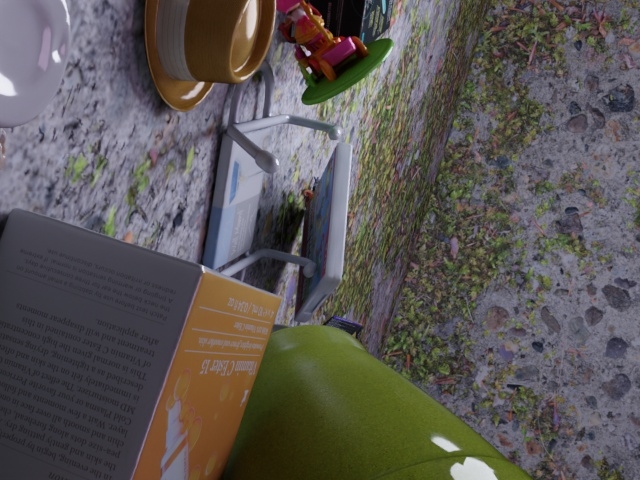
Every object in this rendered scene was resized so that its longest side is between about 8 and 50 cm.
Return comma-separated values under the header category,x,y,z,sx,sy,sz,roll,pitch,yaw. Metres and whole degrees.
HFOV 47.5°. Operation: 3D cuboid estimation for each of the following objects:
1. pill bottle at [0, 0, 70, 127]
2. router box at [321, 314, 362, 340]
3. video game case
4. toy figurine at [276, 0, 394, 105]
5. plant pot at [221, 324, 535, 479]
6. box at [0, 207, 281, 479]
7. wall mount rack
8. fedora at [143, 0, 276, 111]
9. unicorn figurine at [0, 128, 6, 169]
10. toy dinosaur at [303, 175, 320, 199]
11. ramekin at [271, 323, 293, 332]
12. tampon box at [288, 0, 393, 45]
category,x,y,z,sx,sy,sz,roll,pitch,yaw
pill bottle,-0.194,-0.103,0.333,0.078,0.137,0.078,16,90,-76
router box,-0.004,0.348,1.646,0.243,0.081,0.308,-28,133,-70
video game case,0.000,0.000,1.119,0.285,0.025,0.203,122,-25,-69
toy figurine,-0.016,-0.264,0.861,0.130,0.159,0.173,-37,-158,-3
plant pot,0.024,0.282,0.768,0.353,0.367,0.366,-130,-139,-52
box,-0.186,0.175,0.606,0.215,0.168,0.345,37,70,-75
wall mount rack,-0.073,-0.031,0.876,0.304,0.131,0.349,-38,142,-66
fedora,-0.094,-0.214,0.699,0.194,0.079,0.194,16,90,-76
unicorn figurine,-0.212,-0.086,0.432,0.111,0.060,0.161,96,10,-67
toy dinosaur,-0.011,-0.073,1.288,0.090,0.047,0.082,-17,140,-33
ramekin,-0.070,0.214,1.028,0.109,0.207,0.207,79,29,-43
tampon box,0.036,-0.339,0.997,0.161,0.102,0.120,-55,157,-53
